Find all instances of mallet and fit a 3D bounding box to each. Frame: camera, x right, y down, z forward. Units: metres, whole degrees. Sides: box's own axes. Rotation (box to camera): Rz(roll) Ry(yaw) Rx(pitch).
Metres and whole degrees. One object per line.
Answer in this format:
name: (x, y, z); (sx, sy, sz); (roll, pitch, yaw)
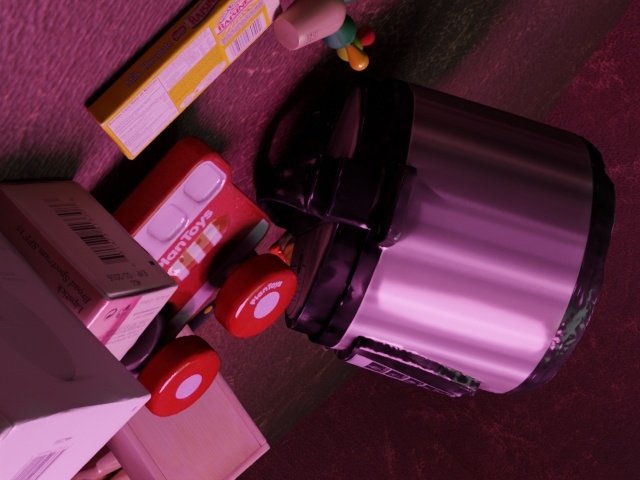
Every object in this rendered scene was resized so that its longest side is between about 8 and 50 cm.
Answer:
mallet: (-0.147, 0.098, 1.641); (0.190, 0.062, 0.039); (-49, 167, 16)

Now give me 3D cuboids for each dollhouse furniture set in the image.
dollhouse furniture set: (-0.289, 0.252, 1.467); (0.362, 0.256, 0.394); (-36, -174, -37)

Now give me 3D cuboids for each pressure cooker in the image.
pressure cooker: (0.121, -0.016, 1.394); (0.376, 0.420, 0.370); (-83, -167, -47)

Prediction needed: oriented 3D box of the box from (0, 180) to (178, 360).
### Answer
box: (-0.268, 0.079, 0.957); (0.232, 0.148, 0.127); (-50, 167, 16)

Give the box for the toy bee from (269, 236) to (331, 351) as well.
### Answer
toy bee: (0.000, 0.000, 1.705); (0.298, 0.162, 0.195); (-54, 142, -29)

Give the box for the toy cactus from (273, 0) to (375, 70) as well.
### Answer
toy cactus: (0.032, -0.237, 1.055); (0.180, 0.112, 0.219); (-41, 172, -30)

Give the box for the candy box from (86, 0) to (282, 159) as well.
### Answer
candy box: (-0.118, -0.165, 0.964); (0.206, 0.027, 0.105); (-45, 166, -6)

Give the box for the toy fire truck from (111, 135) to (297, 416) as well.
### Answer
toy fire truck: (-0.184, 0.045, 1.142); (0.302, 0.169, 0.254); (-46, 153, -1)

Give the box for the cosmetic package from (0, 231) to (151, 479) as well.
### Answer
cosmetic package: (-0.278, 0.085, 0.762); (0.138, 0.225, 0.224); (-45, 168, 6)
